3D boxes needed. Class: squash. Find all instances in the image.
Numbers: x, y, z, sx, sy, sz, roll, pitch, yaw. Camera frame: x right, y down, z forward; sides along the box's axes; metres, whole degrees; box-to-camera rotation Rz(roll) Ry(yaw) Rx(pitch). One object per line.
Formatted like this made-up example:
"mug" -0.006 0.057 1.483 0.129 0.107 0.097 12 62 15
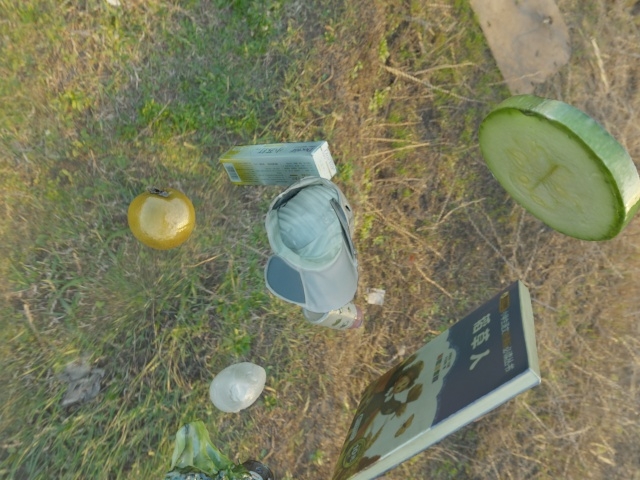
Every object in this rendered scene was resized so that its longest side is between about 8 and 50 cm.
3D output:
"squash" 0.289 -0.089 0.606 0.041 0.219 0.219 -45 99 -4

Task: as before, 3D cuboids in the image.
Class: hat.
"hat" 0.001 0.006 0.962 0.161 0.232 0.275 11 44 -43

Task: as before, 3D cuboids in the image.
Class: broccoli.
"broccoli" -0.299 0.552 1.114 0.248 0.288 0.245 -6 41 -34

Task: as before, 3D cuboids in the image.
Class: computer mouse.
"computer mouse" -0.246 0.859 1.656 0.137 0.233 0.096 23 100 10

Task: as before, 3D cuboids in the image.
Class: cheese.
"cheese" -0.309 0.533 1.742 0.189 0.198 0.154 -39 87 23

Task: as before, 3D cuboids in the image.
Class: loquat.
"loquat" -0.510 -0.074 1.548 0.208 0.208 0.208 2 83 -19

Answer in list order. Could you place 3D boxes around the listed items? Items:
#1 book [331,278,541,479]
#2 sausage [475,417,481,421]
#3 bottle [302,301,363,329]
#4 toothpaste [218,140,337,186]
"book" 0.198 0.260 0.861 0.039 0.428 0.300 45 27 0
"sausage" 0.574 0.542 1.733 0.086 0.086 0.289 -10 122 -20
"bottle" 0.054 0.246 1.650 0.253 0.120 0.120 26 72 -51
"toothpaste" -0.109 -0.180 1.143 0.071 0.313 0.089 -48 130 -35
